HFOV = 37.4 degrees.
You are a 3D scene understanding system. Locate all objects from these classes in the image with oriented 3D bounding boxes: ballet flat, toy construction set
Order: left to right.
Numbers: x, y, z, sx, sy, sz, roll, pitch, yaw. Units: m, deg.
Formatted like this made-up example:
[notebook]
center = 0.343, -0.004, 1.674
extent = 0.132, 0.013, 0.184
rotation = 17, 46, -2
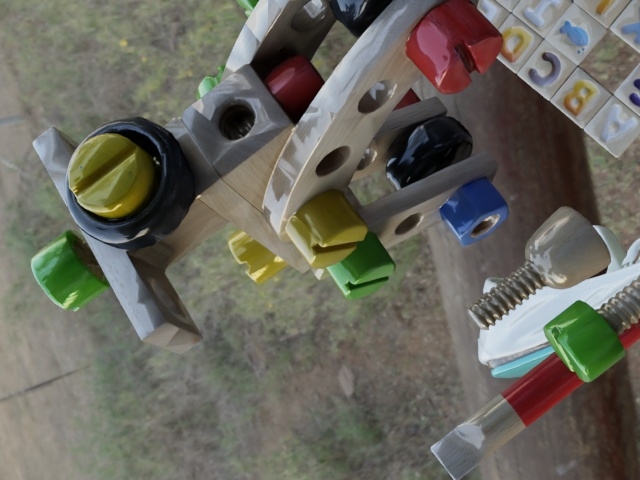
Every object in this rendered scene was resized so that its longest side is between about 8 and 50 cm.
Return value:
[toy construction set]
center = 0.000, 0.000, 0.499
extent = 0.309, 0.237, 0.257
rotation = 52, 177, -3
[ballet flat]
center = 0.308, 0.036, 0.921
extent = 0.400, 0.139, 0.139
rotation = -24, 87, 45

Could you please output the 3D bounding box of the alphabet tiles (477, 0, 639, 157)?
[alphabet tiles]
center = 0.232, -0.223, 0.817
extent = 0.237, 0.009, 0.198
rotation = 44, 115, 16
